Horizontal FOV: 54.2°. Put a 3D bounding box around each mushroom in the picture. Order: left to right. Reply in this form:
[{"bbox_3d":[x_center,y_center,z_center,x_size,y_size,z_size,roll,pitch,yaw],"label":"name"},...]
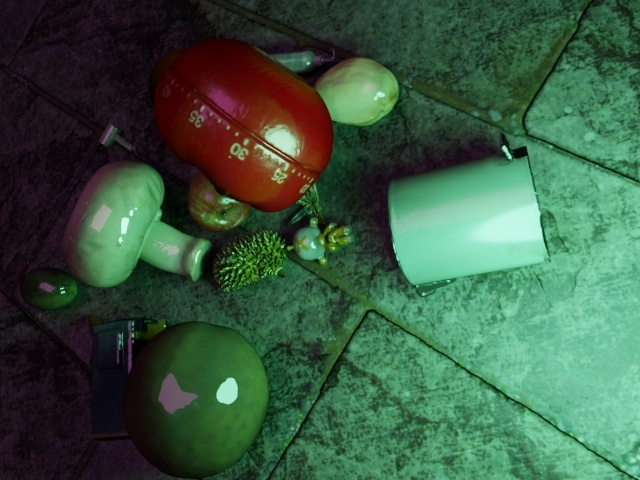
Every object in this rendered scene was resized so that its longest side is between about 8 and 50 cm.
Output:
[{"bbox_3d":[-0.460,-0.027,1.458,0.356,0.315,0.315,29,91,38],"label":"mushroom"}]

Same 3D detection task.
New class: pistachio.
[{"bbox_3d":[0.080,-0.330,1.393,0.200,0.117,0.145,3,94,30],"label":"pistachio"}]

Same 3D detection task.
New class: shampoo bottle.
[{"bbox_3d":[-0.053,-0.429,1.508,0.195,0.056,0.056,4,80,24],"label":"shampoo bottle"}]

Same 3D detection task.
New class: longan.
[{"bbox_3d":[-0.257,0.329,1.300,0.318,0.319,0.319,-5,76,22],"label":"longan"}]

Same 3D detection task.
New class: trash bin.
[{"bbox_3d":[0.280,-0.043,1.187,0.262,0.217,0.277,-11,114,19],"label":"trash bin"}]

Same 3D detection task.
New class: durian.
[{"bbox_3d":[-0.173,0.040,1.414,0.220,0.095,0.137,-12,77,31],"label":"durian"}]

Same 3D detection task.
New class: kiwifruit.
[{"bbox_3d":[-0.311,-0.352,1.530,0.196,0.196,0.234,-44,69,9],"label":"kiwifruit"}]

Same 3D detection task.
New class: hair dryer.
[{"bbox_3d":[-0.542,-0.264,1.698,0.124,0.038,0.063,34,94,19],"label":"hair dryer"}]

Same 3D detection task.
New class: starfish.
[{"bbox_3d":[-0.021,-0.074,1.426,0.130,0.041,0.133,48,118,6],"label":"starfish"}]

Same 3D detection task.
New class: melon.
[{"bbox_3d":[-0.714,0.125,1.633,0.167,0.114,0.114,4,80,23],"label":"melon"}]

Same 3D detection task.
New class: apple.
[{"bbox_3d":[-0.241,-0.095,1.467,0.146,0.146,0.131,-41,46,10],"label":"apple"}]

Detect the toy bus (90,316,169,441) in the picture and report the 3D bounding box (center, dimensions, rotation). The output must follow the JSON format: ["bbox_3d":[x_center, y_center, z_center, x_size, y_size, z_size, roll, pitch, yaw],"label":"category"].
[{"bbox_3d":[-0.434,0.316,1.442,0.138,0.167,0.276,-11,73,21],"label":"toy bus"}]

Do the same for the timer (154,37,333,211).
[{"bbox_3d":[-0.152,-0.245,1.297,0.378,0.378,0.279,44,105,25],"label":"timer"}]

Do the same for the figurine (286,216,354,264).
[{"bbox_3d":[0.002,0.005,1.380,0.143,0.068,0.102,12,101,20],"label":"figurine"}]

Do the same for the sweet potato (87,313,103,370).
[{"bbox_3d":[-0.534,0.289,1.543,0.074,0.074,0.270,-35,64,13],"label":"sweet potato"}]
